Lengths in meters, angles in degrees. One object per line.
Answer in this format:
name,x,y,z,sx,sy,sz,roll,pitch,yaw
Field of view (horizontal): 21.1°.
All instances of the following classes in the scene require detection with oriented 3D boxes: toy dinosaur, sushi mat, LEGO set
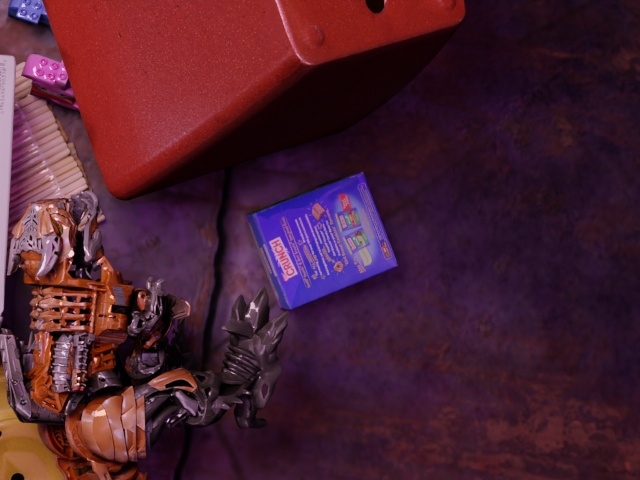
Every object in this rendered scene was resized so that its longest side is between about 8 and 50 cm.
toy dinosaur,-0.160,0.119,1.361,0.218,0.164,0.322,-22,126,-46
sushi mat,-0.345,-0.013,1.425,0.316,0.019,0.151,-30,94,-15
LEGO set,-0.286,-0.193,1.404,0.227,0.093,0.087,19,76,-8

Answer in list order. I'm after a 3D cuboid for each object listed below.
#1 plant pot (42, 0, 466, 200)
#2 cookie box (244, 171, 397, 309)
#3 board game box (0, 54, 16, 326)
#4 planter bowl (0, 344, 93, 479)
plant pot,-0.045,-0.211,1.369,0.267,0.235,0.267,-20,92,-37
cookie box,0.000,0.000,1.511,0.107,0.040,0.092,-21,93,-16
board game box,-0.396,-0.037,1.333,0.303,0.097,0.224,5,68,-13
planter bowl,-0.251,0.192,1.402,0.217,0.090,0.217,1,86,-16
